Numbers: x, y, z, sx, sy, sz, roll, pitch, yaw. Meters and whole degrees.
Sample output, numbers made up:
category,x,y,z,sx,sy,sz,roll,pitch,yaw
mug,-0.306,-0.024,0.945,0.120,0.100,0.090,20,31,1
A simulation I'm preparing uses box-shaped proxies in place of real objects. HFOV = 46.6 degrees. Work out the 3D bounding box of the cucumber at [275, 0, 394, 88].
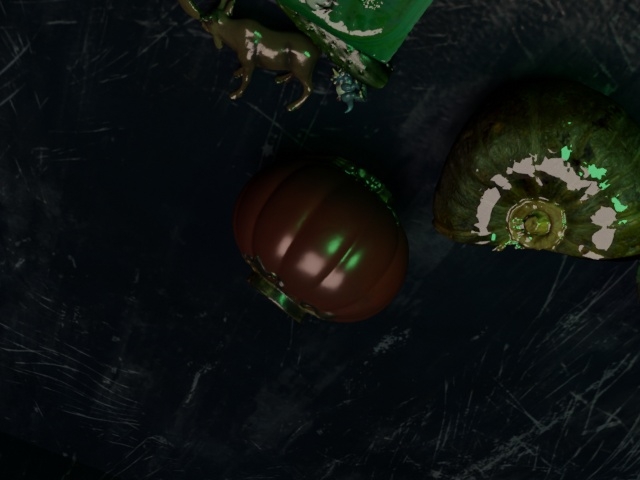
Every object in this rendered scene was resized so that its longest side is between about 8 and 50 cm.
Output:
category,x,y,z,sx,sy,sz,roll,pitch,yaw
cucumber,0.013,-0.296,1.033,0.227,0.069,0.069,38,134,-19

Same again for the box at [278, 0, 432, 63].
category,x,y,z,sx,sy,sz,roll,pitch,yaw
box,0.061,-0.409,0.866,0.264,0.106,0.336,30,138,-12

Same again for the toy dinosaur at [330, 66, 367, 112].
category,x,y,z,sx,sy,sz,roll,pitch,yaw
toy dinosaur,0.041,-0.231,1.117,0.047,0.030,0.083,-2,134,22

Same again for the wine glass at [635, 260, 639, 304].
category,x,y,z,sx,sy,sz,roll,pitch,yaw
wine glass,0.666,0.019,1.016,0.267,0.267,0.406,31,141,-14

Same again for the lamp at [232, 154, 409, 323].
category,x,y,z,sx,sy,sz,roll,pitch,yaw
lamp,0.000,0.000,1.203,0.303,0.257,0.303,37,172,6

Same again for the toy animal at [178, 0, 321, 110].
category,x,y,z,sx,sy,sz,roll,pitch,yaw
toy animal,-0.102,-0.295,1.066,0.214,0.093,0.186,10,143,-2

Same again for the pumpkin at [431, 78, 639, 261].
category,x,y,z,sx,sy,sz,roll,pitch,yaw
pumpkin,0.328,-0.111,1.048,0.325,0.242,0.232,8,108,17
